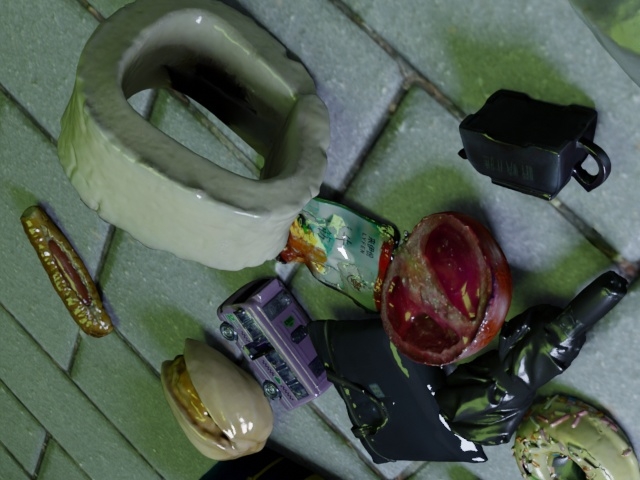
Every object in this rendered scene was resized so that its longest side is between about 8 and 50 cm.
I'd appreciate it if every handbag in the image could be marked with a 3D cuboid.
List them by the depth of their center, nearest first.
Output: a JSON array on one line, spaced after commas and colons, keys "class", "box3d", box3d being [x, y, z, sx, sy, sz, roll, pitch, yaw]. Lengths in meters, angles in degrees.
[{"class": "handbag", "box3d": [0.100, 0.211, 1.385, 0.211, 0.088, 0.254, -16, 106, 44]}]

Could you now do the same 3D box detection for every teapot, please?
[{"class": "teapot", "box3d": [0.220, -0.088, 1.030, 0.177, 0.087, 0.096, 19, 136, 35]}]

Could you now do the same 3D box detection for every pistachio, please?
[{"class": "pistachio", "box3d": [-0.179, 0.271, 1.684, 0.229, 0.157, 0.157, 48, 142, 15]}]

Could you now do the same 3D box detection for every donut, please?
[{"class": "donut", "box3d": [0.316, 0.279, 1.233, 0.174, 0.068, 0.175, 26, 135, 29]}]

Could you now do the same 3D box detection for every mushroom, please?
[{"class": "mushroom", "box3d": [0.330, -0.134, 0.870, 0.118, 0.103, 0.270, -16, 112, 50]}]

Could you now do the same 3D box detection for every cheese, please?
[{"class": "cheese", "box3d": [-0.142, -0.135, 1.208, 0.332, 0.292, 0.153, 38, 142, -1]}]

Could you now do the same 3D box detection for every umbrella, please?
[{"class": "umbrella", "box3d": [0.250, 0.142, 1.168, 0.118, 0.118, 0.340, 46, 137, 8]}]

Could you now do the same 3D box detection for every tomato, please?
[{"class": "tomato", "box3d": [0.164, 0.060, 1.174, 0.189, 0.099, 0.173, -58, 47, 34]}]

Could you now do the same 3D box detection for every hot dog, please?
[{"class": "hot dog", "box3d": [-0.493, 0.065, 1.894, 0.083, 0.068, 0.289, -10, 113, 56]}]

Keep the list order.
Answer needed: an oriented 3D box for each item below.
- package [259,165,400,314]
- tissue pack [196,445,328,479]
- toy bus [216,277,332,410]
[{"class": "package", "box3d": [0.000, 0.000, 1.361, 0.232, 0.040, 0.166, 31, 137, 24]}, {"class": "tissue pack", "box3d": [-0.024, 0.560, 1.654, 0.416, 0.253, 0.264, 20, 132, 32]}, {"class": "toy bus", "box3d": [-0.062, 0.154, 1.499, 0.108, 0.096, 0.199, -29, 99, 48]}]
